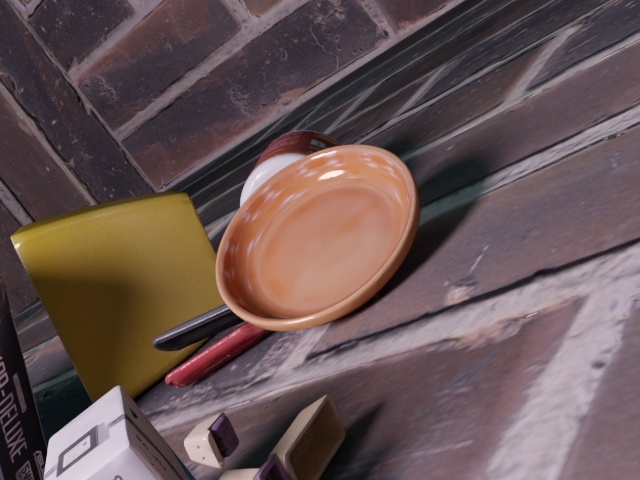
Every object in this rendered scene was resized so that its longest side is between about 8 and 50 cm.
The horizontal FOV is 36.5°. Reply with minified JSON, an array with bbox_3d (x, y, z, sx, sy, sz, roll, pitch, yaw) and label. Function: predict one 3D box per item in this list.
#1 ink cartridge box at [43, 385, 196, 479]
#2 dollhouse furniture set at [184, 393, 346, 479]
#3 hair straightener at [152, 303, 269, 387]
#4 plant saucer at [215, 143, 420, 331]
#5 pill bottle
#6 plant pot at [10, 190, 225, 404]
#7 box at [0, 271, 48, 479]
[{"bbox_3d":[-0.103,0.158,0.552,0.060,0.104,0.180,-37,12,-8],"label":"ink cartridge box"},{"bbox_3d":[-0.001,0.110,0.535,0.081,0.091,0.114,-11,21,31],"label":"dollhouse furniture set"},{"bbox_3d":[-0.064,0.045,0.914,0.230,0.089,0.047,-34,-27,13],"label":"hair straightener"},{"bbox_3d":[0.000,0.000,0.861,0.200,0.037,0.200,-19,43,19],"label":"plant saucer"},{"bbox_3d":[-0.021,-0.063,1.131,0.121,0.121,0.216,-34,12,13],"label":"pill bottle"},{"bbox_3d":[-0.212,0.045,1.103,0.187,0.212,0.212,-26,10,-11],"label":"plant pot"},{"bbox_3d":[-0.430,0.139,0.930,0.307,0.243,0.076,1,25,17],"label":"box"}]
